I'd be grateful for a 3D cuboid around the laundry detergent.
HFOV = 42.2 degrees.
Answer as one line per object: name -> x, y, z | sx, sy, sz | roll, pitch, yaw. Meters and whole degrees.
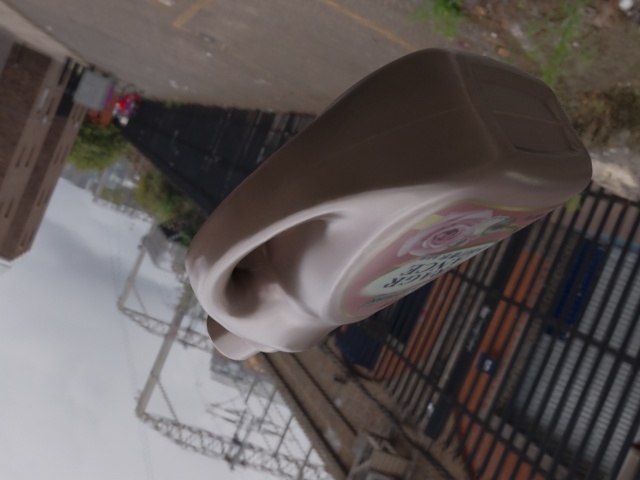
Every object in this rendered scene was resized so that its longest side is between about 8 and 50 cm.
laundry detergent -> 0.000, 0.000, 0.415 | 0.171, 0.237, 0.076 | -2, -117, -52
